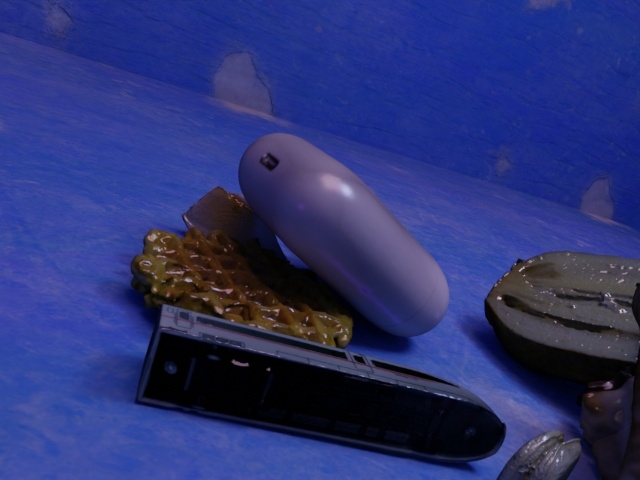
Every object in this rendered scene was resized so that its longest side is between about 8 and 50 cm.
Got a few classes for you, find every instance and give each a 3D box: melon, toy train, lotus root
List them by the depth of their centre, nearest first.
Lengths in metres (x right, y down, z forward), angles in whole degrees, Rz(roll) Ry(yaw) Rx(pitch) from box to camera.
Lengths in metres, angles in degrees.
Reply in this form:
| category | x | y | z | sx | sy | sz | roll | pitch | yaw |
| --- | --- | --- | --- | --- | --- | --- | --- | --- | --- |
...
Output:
| category | x | y | z | sx | sy | sz | roll | pitch | yaw |
| --- | --- | --- | --- | --- | --- | --- | --- | --- | --- |
| toy train | 0.012 | 0.164 | 0.702 | 0.406 | 0.086 | 0.088 | 17 | 12 | -15 |
| melon | -0.123 | -0.020 | 1.080 | 0.202 | 0.093 | 0.139 | 30 | 11 | 12 |
| lotus root | 0.419 | 0.148 | 1.080 | 0.260 | 0.149 | 0.267 | 5 | 34 | 33 |

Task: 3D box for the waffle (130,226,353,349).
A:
| category | x | y | z | sx | sy | sz | roll | pitch | yaw |
| --- | --- | --- | --- | --- | --- | --- | --- | --- | --- |
| waffle | -0.107 | 0.069 | 0.869 | 0.324 | 0.068 | 0.302 | 23 | 17 | 10 |

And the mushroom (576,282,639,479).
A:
| category | x | y | z | sx | sy | sz | roll | pitch | yaw |
| --- | --- | --- | --- | --- | --- | --- | --- | --- | --- |
| mushroom | 0.441 | 0.226 | 0.695 | 0.224 | 0.314 | 0.397 | 21 | 23 | 11 |

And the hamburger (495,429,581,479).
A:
| category | x | y | z | sx | sy | sz | roll | pitch | yaw |
| --- | --- | --- | --- | --- | --- | --- | --- | --- | --- |
| hamburger | 0.253 | 0.252 | 0.714 | 0.121 | 0.084 | 0.054 | 5 | 22 | -46 |

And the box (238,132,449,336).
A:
| category | x | y | z | sx | sy | sz | roll | pitch | yaw |
| --- | --- | --- | --- | --- | --- | --- | --- | --- | --- |
| box | 0.034 | -0.009 | 0.969 | 0.349 | 0.141 | 0.288 | 43 | -1 | -34 |
